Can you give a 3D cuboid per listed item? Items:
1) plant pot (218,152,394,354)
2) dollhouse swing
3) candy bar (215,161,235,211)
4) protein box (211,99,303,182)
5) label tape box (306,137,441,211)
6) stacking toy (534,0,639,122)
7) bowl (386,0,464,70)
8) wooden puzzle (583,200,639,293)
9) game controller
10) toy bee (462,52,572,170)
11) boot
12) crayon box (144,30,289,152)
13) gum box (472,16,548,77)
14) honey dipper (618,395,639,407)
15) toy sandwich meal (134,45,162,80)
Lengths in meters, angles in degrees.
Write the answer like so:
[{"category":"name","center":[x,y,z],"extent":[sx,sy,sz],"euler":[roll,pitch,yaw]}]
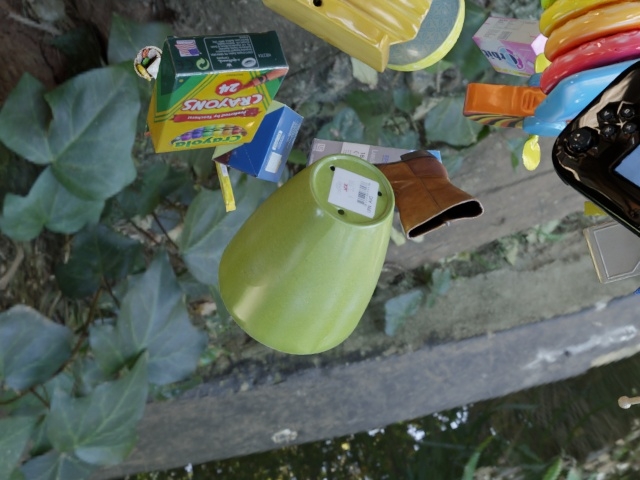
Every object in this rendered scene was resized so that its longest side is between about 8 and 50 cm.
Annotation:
[{"category":"plant pot","center":[0.000,0.000,1.111],"extent":[0.275,0.274,0.293],"euler":[-1,148,-24]},{"category":"dollhouse swing","center":[0.095,-0.468,0.931],"extent":[0.315,0.305,0.346],"euler":[26,89,-17]},{"category":"candy bar","center":[-0.269,-0.162,1.908],"extent":[0.018,0.161,0.040],"euler":[-14,180,34]},{"category":"protein box","center":[-0.161,-0.273,1.802],"extent":[0.201,0.136,0.199],"euler":[-7,119,-79]},{"category":"label tape box","center":[0.155,-0.166,1.826],"extent":[0.334,0.106,0.240],"euler":[9,167,18]},{"category":"stacking toy","center":[0.337,-0.315,0.859],"extent":[0.166,0.301,0.175],"euler":[-13,175,4]},{"category":"bowl","center":[0.257,-0.563,1.784],"extent":[0.289,0.289,0.156],"euler":[-39,152,18]},{"category":"wooden puzzle","center":[0.340,0.007,0.762],"extent":[0.079,0.116,0.014],"euler":[-10,-174,24]},{"category":"game controller","center":[0.365,-0.045,0.597],"extent":[0.166,0.319,0.067],"euler":[-50,143,10]},{"category":"toy bee","center":[0.405,-0.209,1.173],"extent":[0.195,0.298,0.162],"euler":[-62,152,6]},{"category":"boot","center":[0.144,-0.061,1.303],"extent":[0.264,0.280,0.096],"euler":[-15,119,-1]},{"category":"crayon box","center":[-0.204,-0.255,1.262],"extent":[0.202,0.081,0.318],"euler":[-11,164,-24]},{"category":"gum box","center":[0.408,-0.394,1.396],"extent":[0.062,0.188,0.107],"euler":[-50,124,-2]},{"category":"honey dipper","center":[0.497,0.222,0.970],"extent":[0.030,0.030,0.161],"euler":[8,155,-31]},{"category":"toy sandwich meal","center":[-0.390,-0.407,1.573],"extent":[0.086,0.029,0.085],"euler":[-26,136,-28]}]
